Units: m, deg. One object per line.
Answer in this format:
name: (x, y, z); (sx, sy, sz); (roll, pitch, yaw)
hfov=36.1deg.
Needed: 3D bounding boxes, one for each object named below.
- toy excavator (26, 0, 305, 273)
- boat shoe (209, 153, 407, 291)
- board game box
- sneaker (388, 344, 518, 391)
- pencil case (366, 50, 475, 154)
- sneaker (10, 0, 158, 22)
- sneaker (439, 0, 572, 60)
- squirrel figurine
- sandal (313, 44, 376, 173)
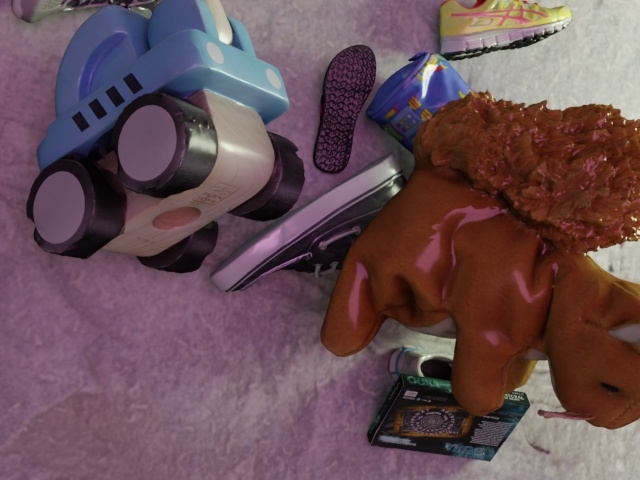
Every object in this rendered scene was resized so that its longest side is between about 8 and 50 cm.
toy excavator: (-0.167, -0.239, 1.135); (0.222, 0.433, 0.445); (11, 54, -56)
boat shoe: (0.000, 0.000, 1.283); (0.301, 0.108, 0.102); (-33, 95, -24)
board game box: (0.171, 0.240, 1.320); (0.186, 0.026, 0.126); (12, 128, -17)
sneaker: (0.192, 0.192, 1.341); (0.190, 0.083, 0.071); (14, 81, -18)
pencil case: (0.212, -0.131, 1.345); (0.306, 0.119, 0.133); (38, 79, -12)
sneaker: (-0.244, -0.328, 1.217); (0.281, 0.105, 0.115); (-30, 96, -17)
sneaker: (0.262, -0.320, 1.393); (0.208, 0.081, 0.094); (-13, 89, -18)
squirrel figurine: (0.261, 0.022, 1.149); (0.281, 0.370, 0.397); (7, 102, -54)
sandal: (0.027, -0.180, 1.336); (0.067, 0.040, 0.179); (14, 97, -11)
